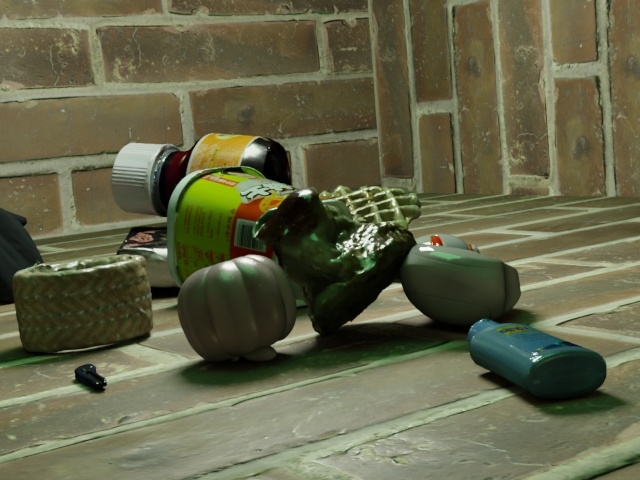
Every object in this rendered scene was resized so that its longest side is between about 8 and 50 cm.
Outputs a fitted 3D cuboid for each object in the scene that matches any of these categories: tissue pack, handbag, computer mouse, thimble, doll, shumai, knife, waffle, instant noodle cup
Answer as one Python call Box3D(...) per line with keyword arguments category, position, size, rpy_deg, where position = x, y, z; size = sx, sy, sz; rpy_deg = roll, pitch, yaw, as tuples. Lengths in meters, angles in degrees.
Box3D(category="tissue pack", position=(-0.322, 0.044, 2.425), size=(0.245, 0.123, 0.332), rpy_deg=(4, 9, -5))
Box3D(category="handbag", position=(-0.775, -0.006, 2.453), size=(0.301, 0.275, 0.178), rpy_deg=(3, 30, 43))
Box3D(category="computer mouse", position=(0.227, 0.079, 1.752), size=(0.184, 0.121, 0.297), rpy_deg=(8, -5, 12))
Box3D(category="thimble", position=(-0.404, 0.103, 1.858), size=(0.229, 0.148, 0.196), rpy_deg=(-8, 8, -10))
Box3D(category="doll", position=(0.228, 0.040, 2.191), size=(0.199, 0.105, 0.336), rpy_deg=(-4, -1, -2))
Box3D(category="shumai", position=(0.021, 0.014, 1.747), size=(0.222, 0.204, 0.272), rpy_deg=(-43, -15, -2))
Box3D(category="knife", position=(-0.326, 0.196, 1.554), size=(0.031, 0.018, 0.121), rpy_deg=(-10, 10, -27))
Box3D(category="waffle", position=(0.059, -0.035, 2.341), size=(0.291, 0.056, 0.309), rpy_deg=(9, 36, 40))
Box3D(category="instant noodle cup", position=(-0.109, 0.002, 2.129), size=(0.294, 0.294, 0.308), rpy_deg=(-11, 16, -42))

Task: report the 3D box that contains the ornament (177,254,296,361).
Box3D(category="ornament", position=(-0.122, 0.109, 1.626), size=(0.177, 0.178, 0.177), rpy_deg=(-5, 7, 1))

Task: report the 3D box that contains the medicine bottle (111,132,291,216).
Box3D(category="medicine bottle", position=(-0.276, -0.128, 2.463), size=(0.395, 0.243, 0.242), rpy_deg=(5, 9, 18))

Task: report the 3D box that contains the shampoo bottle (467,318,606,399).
Box3D(category="shampoo bottle", position=(0.258, 0.145, 1.391), size=(0.103, 0.061, 0.258), rpy_deg=(-5, 6, -14))
